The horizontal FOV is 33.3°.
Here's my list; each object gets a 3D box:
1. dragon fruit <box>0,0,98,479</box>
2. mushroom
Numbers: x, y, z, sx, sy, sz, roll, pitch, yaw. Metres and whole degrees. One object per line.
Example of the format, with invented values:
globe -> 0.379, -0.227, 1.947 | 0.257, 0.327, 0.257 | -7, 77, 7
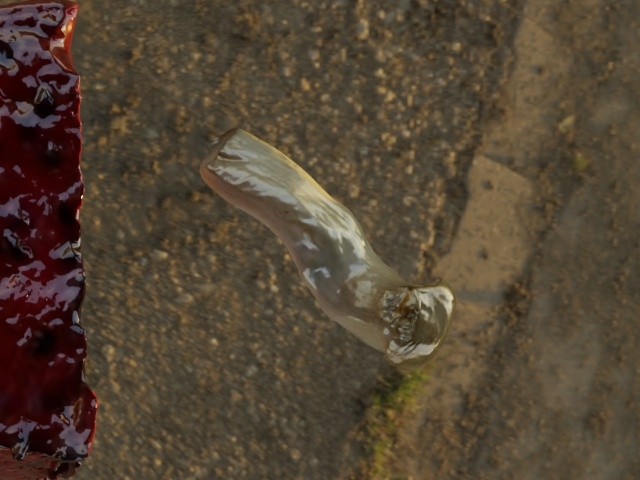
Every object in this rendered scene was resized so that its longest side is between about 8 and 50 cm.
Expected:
dragon fruit -> -0.214, 0.084, 0.587 | 0.302, 0.240, 0.330 | -31, 153, -26
mushroom -> 0.002, -0.002, 0.675 | 0.202, 0.054, 0.059 | 44, 41, 12
